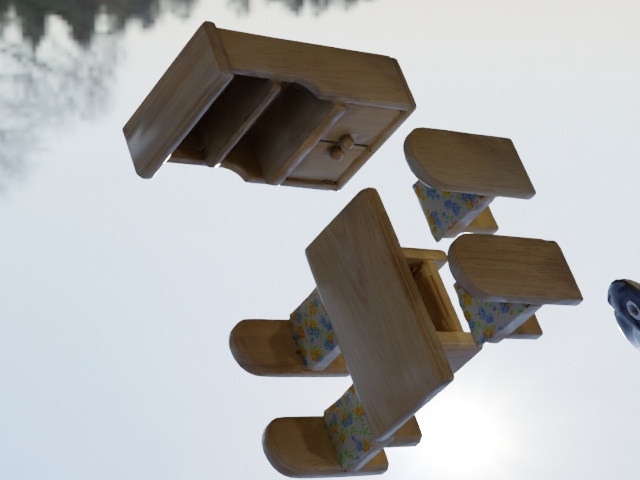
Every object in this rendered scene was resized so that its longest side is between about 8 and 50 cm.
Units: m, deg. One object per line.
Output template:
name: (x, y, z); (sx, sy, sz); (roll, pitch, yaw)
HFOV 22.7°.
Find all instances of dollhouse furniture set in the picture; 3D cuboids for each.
dollhouse furniture set: (0.000, 0.000, 0.985); (0.161, 0.242, 0.212); (4, 143, -38)

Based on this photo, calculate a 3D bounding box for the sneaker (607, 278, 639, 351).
sneaker: (0.190, 0.039, 0.565); (0.099, 0.153, 0.282); (-33, 168, -7)
